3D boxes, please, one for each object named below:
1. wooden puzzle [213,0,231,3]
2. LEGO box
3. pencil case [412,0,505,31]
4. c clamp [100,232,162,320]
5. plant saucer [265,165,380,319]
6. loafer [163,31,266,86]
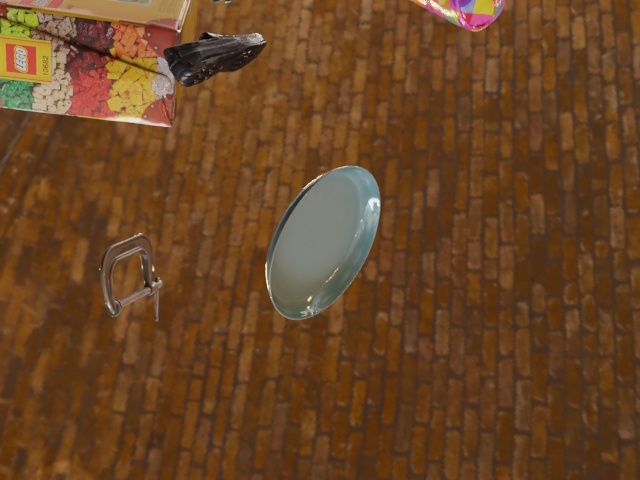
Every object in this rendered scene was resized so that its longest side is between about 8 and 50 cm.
[{"bbox_3d":[-0.164,-0.417,1.450,0.049,0.006,0.083,-28,-133,-12],"label":"wooden puzzle"},{"bbox_3d":[-0.451,-0.432,1.760,0.500,0.372,0.193,-94,-168,-59],"label":"LEGO box"},{"bbox_3d":[0.211,-0.420,1.430,0.104,0.104,0.236,-48,-146,3],"label":"pencil case"},{"bbox_3d":[-0.260,0.061,1.212,0.022,0.160,0.137,4,-82,17],"label":"c clamp"},{"bbox_3d":[0.000,0.000,1.653,0.043,0.317,0.318,29,-98,31],"label":"plant saucer"},{"bbox_3d":[-0.183,-0.339,1.549,0.223,0.078,0.076,-31,173,-45],"label":"loafer"}]
